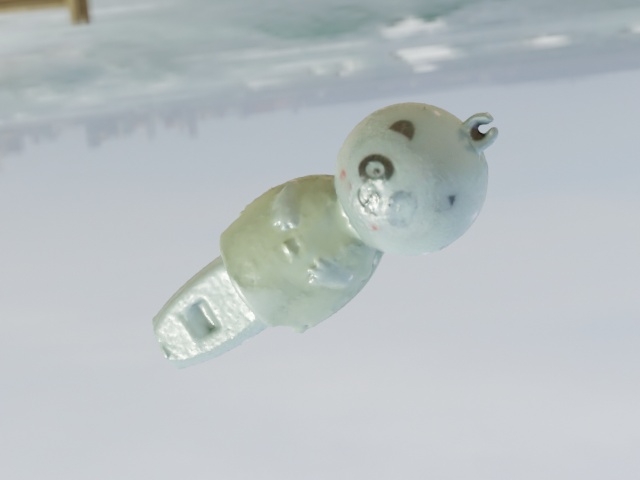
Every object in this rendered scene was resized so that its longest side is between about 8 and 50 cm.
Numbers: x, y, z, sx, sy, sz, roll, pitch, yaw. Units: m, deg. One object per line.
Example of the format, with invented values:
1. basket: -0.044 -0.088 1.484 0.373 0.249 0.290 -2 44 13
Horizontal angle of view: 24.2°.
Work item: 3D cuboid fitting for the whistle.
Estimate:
1. whistle: 0.000 0.000 0.345 0.100 0.035 0.035 -34 174 24
